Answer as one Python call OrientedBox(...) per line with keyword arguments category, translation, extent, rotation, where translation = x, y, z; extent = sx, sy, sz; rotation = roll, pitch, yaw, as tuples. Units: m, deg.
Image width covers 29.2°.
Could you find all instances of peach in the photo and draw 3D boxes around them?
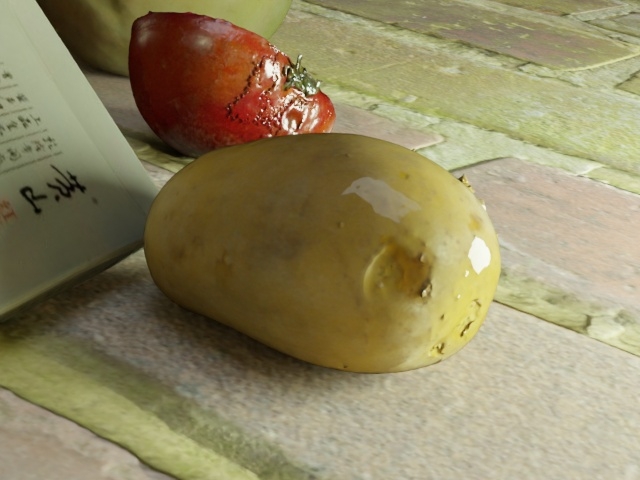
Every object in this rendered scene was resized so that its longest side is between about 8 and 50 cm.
OrientedBox(category="peach", translation=(-0.173, -0.301, 1.287), extent=(0.292, 0.247, 0.292), rotation=(28, 20, -11))

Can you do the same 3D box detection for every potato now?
OrientedBox(category="potato", translation=(0.000, 0.000, 0.767), extent=(0.234, 0.146, 0.150), rotation=(19, -4, 28))

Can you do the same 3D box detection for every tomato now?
OrientedBox(category="tomato", translation=(-0.089, -0.113, 1.066), extent=(0.173, 0.099, 0.189), rotation=(6, -23, 38))

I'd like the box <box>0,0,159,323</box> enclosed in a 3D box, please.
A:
OrientedBox(category="box", translation=(-0.246, -0.035, 0.707), extent=(0.204, 0.051, 0.365), rotation=(57, 32, 1))
